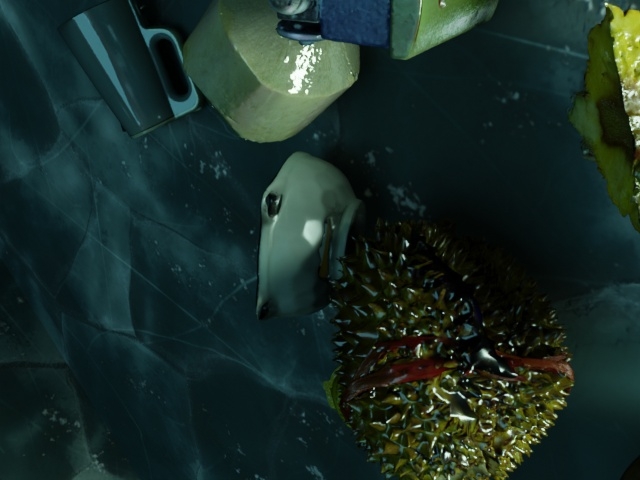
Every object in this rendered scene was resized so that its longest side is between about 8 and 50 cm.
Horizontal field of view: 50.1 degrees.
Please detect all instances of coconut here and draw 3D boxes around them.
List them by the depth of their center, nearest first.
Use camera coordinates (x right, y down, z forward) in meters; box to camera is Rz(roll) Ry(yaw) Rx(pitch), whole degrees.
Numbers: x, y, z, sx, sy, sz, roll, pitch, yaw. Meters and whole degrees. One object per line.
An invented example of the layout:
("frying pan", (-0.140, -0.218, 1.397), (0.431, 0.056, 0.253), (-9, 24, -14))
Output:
("coconut", (-0.063, -0.278, 0.991), (0.239, 0.239, 0.244), (57, 143, 0))

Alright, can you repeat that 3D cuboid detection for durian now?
("durian", (0.169, 0.157, 0.948), (0.348, 0.348, 0.384), (-9, 70, 45))

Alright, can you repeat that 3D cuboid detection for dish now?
("dish", (0.000, 0.000, 1.088), (0.120, 0.303, 0.303), (9, 122, 14))

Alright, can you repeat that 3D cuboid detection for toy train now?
("toy train", (0.080, -0.295, 0.803), (0.202, 0.300, 0.131), (16, 122, 26))

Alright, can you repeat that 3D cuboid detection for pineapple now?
("pineapple", (0.375, -0.135, 0.784), (0.164, 0.140, 0.249), (145, 111, -87))

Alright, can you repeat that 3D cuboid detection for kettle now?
("kettle", (-0.341, -0.333, 1.295), (0.211, 0.160, 0.243), (-21, 108, 18))

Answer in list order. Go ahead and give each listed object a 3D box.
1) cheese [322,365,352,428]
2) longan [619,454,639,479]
("cheese", (0.117, 0.311, 1.289), (0.270, 0.069, 0.177), (0, 114, 39))
("longan", (0.503, 0.369, 0.813), (0.297, 0.297, 0.297), (22, 127, 32))
